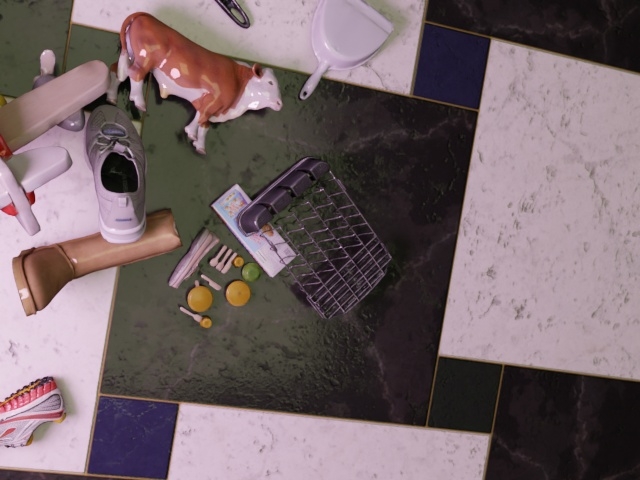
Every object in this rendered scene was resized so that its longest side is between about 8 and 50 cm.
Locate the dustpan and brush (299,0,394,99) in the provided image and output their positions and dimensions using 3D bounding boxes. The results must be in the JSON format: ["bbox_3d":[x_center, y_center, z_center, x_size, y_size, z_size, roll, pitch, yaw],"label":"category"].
[{"bbox_3d":[0.025,-0.357,1.565,0.147,0.060,0.211,34,78,-13],"label":"dustpan and brush"}]

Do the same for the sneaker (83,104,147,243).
[{"bbox_3d":[-0.333,-0.135,1.389,0.105,0.115,0.281,-7,55,-21],"label":"sneaker"}]

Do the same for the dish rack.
[{"bbox_3d":[0.000,0.000,1.554,0.208,0.074,0.271,-42,106,-17],"label":"dish rack"}]

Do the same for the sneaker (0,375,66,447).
[{"bbox_3d":[-0.545,0.330,1.429,0.225,0.088,0.093,-29,101,-11],"label":"sneaker"}]

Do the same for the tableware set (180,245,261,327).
[{"bbox_3d":[-0.183,0.093,1.548,0.104,0.024,0.154,36,83,-18],"label":"tableware set"}]

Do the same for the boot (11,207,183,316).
[{"bbox_3d":[-0.366,0.024,1.387,0.269,0.236,0.089,-16,112,-10],"label":"boot"}]

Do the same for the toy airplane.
[{"bbox_3d":[-0.550,-0.153,1.303,0.386,0.272,0.385,9,66,-9],"label":"toy airplane"}]

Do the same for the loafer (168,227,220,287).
[{"bbox_3d":[-0.230,0.038,1.521,0.039,0.045,0.125,35,81,-21],"label":"loafer"}]

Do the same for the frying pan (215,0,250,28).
[{"bbox_3d":[-0.268,-0.511,1.477,0.197,0.053,0.326,-22,96,-12],"label":"frying pan"}]

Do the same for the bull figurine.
[{"bbox_3d":[-0.223,-0.275,1.468,0.310,0.101,0.188,27,77,-13],"label":"bull figurine"}]

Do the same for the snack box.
[{"bbox_3d":[-0.125,-0.018,1.554,0.064,0.022,0.178,-42,103,-13],"label":"snack box"}]
